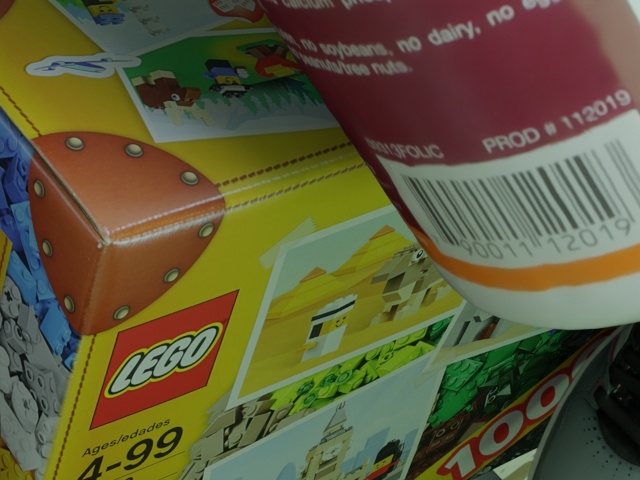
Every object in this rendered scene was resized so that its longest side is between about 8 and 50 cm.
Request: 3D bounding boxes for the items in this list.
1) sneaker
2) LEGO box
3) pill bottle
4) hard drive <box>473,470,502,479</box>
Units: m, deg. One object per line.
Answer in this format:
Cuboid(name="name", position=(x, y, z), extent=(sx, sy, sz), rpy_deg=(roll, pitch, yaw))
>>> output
Cuboid(name="sneaker", position=(0.209, 0.062, 1.049), extent=(0.295, 0.124, 0.178), rpy_deg=(-53, 158, 2))
Cuboid(name="LEGO box", position=(0.000, 0.000, 1.038), extent=(0.500, 0.193, 0.372), rpy_deg=(-20, 146, -36))
Cuboid(name="pill bottle", position=(0.050, -0.175, 0.674), extent=(0.224, 0.224, 0.392), rpy_deg=(-39, 121, -7))
Cuboid(name="hard drive", position=(0.053, 0.220, 1.418), extent=(0.172, 0.054, 0.255), rpy_deg=(-44, 113, 4))
